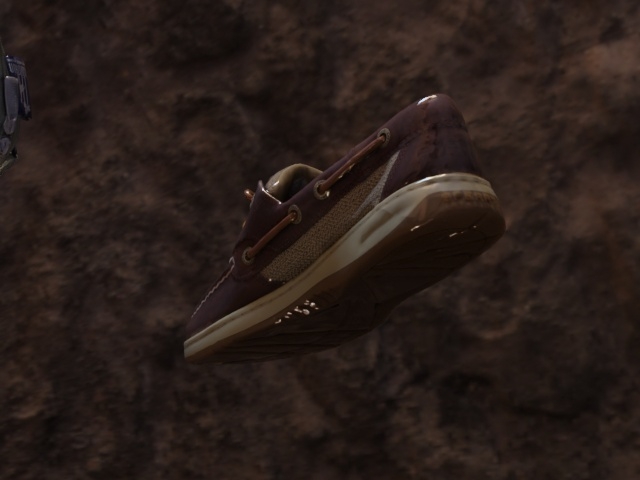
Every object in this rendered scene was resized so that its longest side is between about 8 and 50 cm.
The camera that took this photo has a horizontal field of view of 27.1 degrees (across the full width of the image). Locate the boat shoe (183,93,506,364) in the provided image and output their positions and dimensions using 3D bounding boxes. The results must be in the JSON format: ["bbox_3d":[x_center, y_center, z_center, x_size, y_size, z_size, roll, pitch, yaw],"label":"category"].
[{"bbox_3d":[0.000,0.000,1.004,0.123,0.342,0.123,1,-114,-34],"label":"boat shoe"}]

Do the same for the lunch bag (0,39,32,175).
[{"bbox_3d":[-0.385,-0.145,0.948,0.305,0.212,0.256,0,-127,-53],"label":"lunch bag"}]
